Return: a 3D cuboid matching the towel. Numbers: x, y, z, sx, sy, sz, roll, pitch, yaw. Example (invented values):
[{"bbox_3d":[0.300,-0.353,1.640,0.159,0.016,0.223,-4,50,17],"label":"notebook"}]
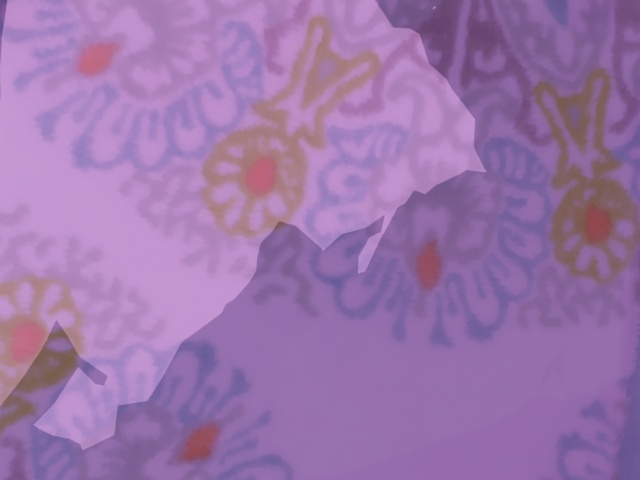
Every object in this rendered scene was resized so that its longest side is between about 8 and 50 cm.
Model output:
[{"bbox_3d":[0.000,0.000,0.666,0.320,0.090,0.374,6,92,-20],"label":"towel"}]
